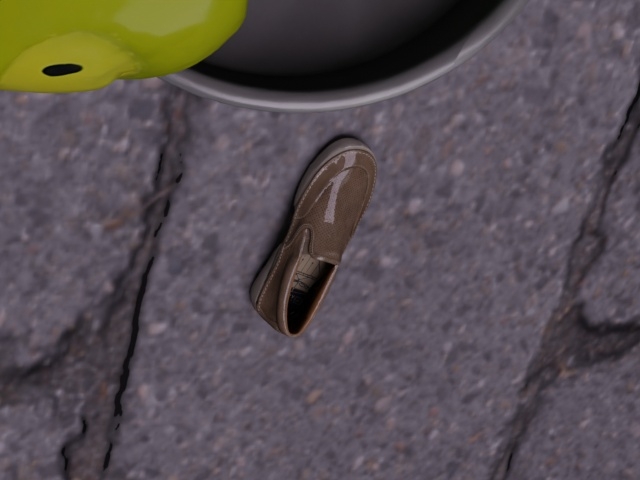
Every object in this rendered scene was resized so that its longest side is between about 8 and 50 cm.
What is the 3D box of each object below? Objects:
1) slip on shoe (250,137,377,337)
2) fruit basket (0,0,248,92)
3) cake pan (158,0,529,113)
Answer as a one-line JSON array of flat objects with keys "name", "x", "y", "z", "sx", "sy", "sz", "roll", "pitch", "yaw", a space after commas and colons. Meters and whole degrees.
[{"name": "slip on shoe", "x": 0.000, "y": 0.000, "z": 1.096, "sx": 0.051, "sy": 0.041, "sz": 0.135, "roll": 19, "pitch": 111, "yaw": -36}, {"name": "fruit basket", "x": -0.030, "y": -0.165, "z": 0.636, "sx": 0.283, "sy": 0.392, "sz": 0.392, "roll": 27, "pitch": 108, "yaw": -9}, {"name": "cake pan", "x": -0.014, "y": -0.208, "z": 0.850, "sx": 0.293, "sy": 0.054, "sz": 0.293, "roll": 0, "pitch": 92, "yaw": -9}]
